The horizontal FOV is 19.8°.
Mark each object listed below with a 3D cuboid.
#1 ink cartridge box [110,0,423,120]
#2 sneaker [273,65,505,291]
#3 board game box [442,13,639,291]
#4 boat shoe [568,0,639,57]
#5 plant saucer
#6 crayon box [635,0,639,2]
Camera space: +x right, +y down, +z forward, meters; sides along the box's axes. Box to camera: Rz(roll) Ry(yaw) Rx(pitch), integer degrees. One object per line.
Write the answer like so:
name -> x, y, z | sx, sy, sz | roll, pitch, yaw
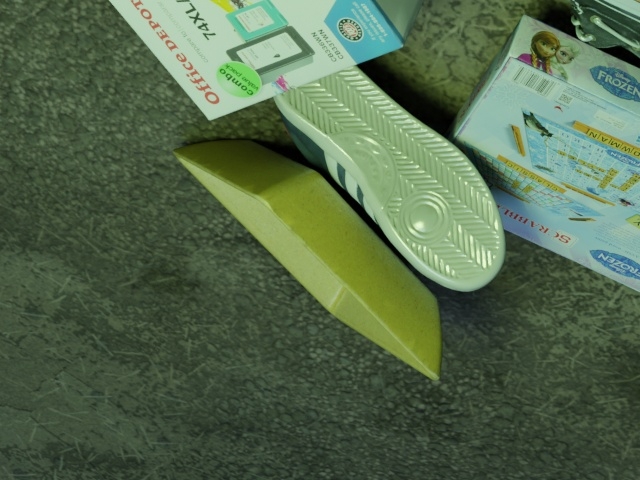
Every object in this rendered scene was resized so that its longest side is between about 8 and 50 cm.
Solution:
ink cartridge box -> -0.047, -0.293, 1.964 | 0.270, 0.197, 0.198 | -18, 125, 35
sneaker -> 0.082, -0.079, 2.127 | 0.350, 0.131, 0.148 | 50, 173, 10
board game box -> 0.308, -0.087, 2.088 | 0.318, 0.066, 0.318 | 25, 150, -5
boat shoe -> 0.316, -0.247, 1.926 | 0.335, 0.121, 0.119 | 29, 133, -12
plant saucer -> 0.000, 0.000, 2.236 | 0.333, 0.081, 0.333 | 45, 173, -25
crayon box -> 0.463, -0.322, 1.707 | 0.363, 0.106, 0.313 | 27, 125, 9
